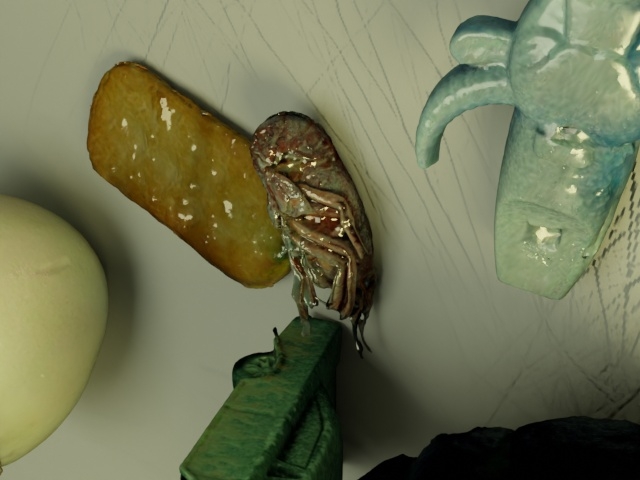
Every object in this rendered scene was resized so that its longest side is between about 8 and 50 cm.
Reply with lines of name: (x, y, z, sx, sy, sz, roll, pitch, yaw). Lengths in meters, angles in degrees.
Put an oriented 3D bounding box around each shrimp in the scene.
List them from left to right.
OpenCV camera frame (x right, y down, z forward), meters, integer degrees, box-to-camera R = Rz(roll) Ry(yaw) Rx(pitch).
shrimp: (0.001, -0.001, 0.924, 0.073, 0.075, 0.190, -19, 107, 4)

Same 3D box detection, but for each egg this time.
egg: (-0.286, 0.065, 1.169, 0.264, 0.174, 0.286, 65, 161, 3)

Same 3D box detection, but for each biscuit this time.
biscuit: (-0.104, -0.055, 1.033, 0.247, 0.029, 0.118, 37, 122, 28)

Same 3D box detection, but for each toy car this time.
toy car: (-0.040, 0.174, 0.874, 0.097, 0.321, 0.142, 7, 114, 15)

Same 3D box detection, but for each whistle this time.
whistle: (0.149, -0.081, 0.729, 0.180, 0.093, 0.269, 15, 121, 11)

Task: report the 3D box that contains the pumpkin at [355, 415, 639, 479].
pumpkin: (0.129, 0.277, 0.731, 0.363, 0.266, 0.364, -6, 73, 21)
